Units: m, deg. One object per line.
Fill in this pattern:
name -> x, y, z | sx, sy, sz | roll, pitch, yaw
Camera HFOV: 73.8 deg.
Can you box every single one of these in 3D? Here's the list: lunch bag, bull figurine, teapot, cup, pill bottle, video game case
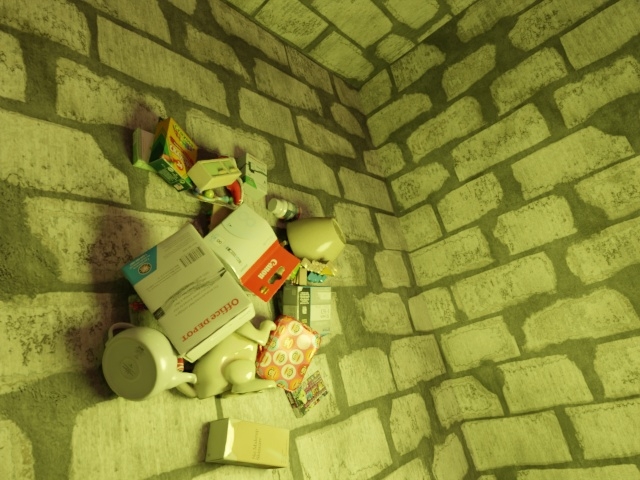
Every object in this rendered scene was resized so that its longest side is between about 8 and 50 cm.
lunch bag -> -0.163, 0.484, 1.875 | 0.258, 0.120, 0.293 | 34, 74, -17
bull figurine -> -0.170, 0.153, 2.213 | 0.311, 0.101, 0.188 | 62, 27, -12
teapot -> -0.580, 0.392, 1.423 | 0.187, 0.252, 0.256 | -21, 99, -74
cup -> 0.000, 0.000, 2.333 | 0.331, 0.236, 0.331 | 57, 16, -26
pill bottle -> -0.202, -0.170, 2.378 | 0.180, 0.107, 0.108 | 19, 53, -45
video game case -> -0.076, 0.688, 2.026 | 0.232, 0.041, 0.211 | -21, 85, -55

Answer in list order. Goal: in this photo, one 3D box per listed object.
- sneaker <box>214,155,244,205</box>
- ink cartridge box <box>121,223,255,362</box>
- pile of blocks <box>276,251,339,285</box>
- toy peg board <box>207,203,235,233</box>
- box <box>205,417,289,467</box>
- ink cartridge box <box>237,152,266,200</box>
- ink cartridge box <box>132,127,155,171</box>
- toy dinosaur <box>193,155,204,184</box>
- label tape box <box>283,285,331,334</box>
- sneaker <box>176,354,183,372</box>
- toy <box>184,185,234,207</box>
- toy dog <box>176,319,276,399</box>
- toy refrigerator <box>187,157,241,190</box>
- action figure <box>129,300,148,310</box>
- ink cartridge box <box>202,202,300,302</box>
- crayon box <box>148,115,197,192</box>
sneaker -> -0.470, -0.295, 2.145 | 0.118, 0.107, 0.279 | -12, 73, -36
ink cartridge box -> -0.464, 0.187, 1.528 | 0.285, 0.166, 0.395 | -36, 73, -18
pile of blocks -> -0.083, 0.158, 2.137 | 0.361, 0.112, 0.149 | 10, 76, -29
toy peg board -> -0.465, -0.070, 2.012 | 0.161, 0.079, 0.161 | 17, 70, -45
box -> -0.273, 0.783, 1.634 | 0.311, 0.121, 0.148 | 30, 46, -39
ink cartridge box -> -0.370, -0.345, 2.292 | 0.153, 0.086, 0.209 | 26, 48, -42
ink cartridge box -> -0.713, -0.379, 1.897 | 0.235, 0.056, 0.171 | 14, 57, -46
toy dinosaur -> -0.578, -0.326, 2.047 | 0.112, 0.064, 0.212 | 3, 55, -32
label tape box -> -0.064, 0.398, 2.096 | 0.249, 0.115, 0.349 | 8, 78, -49
sneaker -> -0.543, 0.457, 1.510 | 0.042, 0.118, 0.067 | 82, -13, -63
toy -> -0.513, -0.217, 1.964 | 0.237, 0.056, 0.137 | 17, 15, -39
toy dog -> -0.372, 0.401, 1.679 | 0.394, 0.285, 0.409 | -3, 67, -14
toy refrigerator -> -0.479, -0.311, 1.958 | 0.102, 0.094, 0.269 | 51, 22, 1
action figure -> -0.652, 0.244, 1.583 | 0.115, 0.030, 0.038 | 12, 63, -46
ink cartridge box -> -0.300, 0.047, 1.915 | 0.384, 0.091, 0.308 | 38, 48, 2
crayon box -> -0.648, -0.400, 1.900 | 0.202, 0.081, 0.319 | 52, 24, -50
